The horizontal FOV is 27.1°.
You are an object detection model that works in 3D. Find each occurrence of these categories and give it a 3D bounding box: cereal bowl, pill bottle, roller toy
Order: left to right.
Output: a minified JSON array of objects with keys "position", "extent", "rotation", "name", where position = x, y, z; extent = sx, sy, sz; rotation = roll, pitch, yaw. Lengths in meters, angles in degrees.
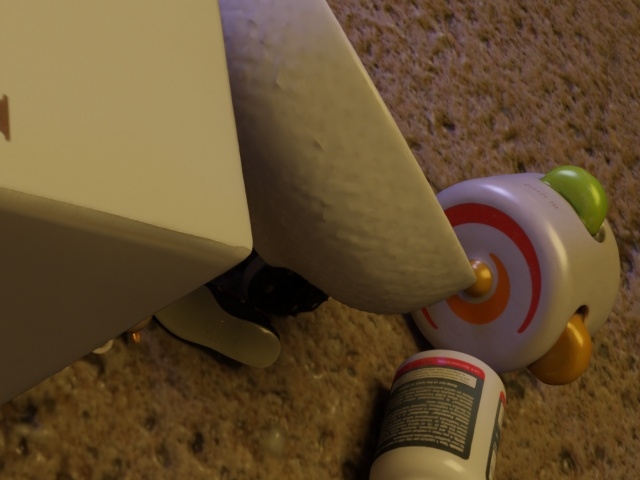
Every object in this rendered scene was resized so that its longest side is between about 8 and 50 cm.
[{"position":[-0.016,-0.083,1.054],"extent":[0.339,0.141,0.339],"rotation":[61,5,-9],"name":"cereal bowl"},{"position":[0.101,0.196,1.185],"extent":[0.108,0.108,0.180],"rotation":[42,41,-22],"name":"pill bottle"},{"position":[0.184,0.033,1.317],"extent":[0.146,0.191,0.209],"rotation":[-9,97,-52],"name":"roller toy"}]

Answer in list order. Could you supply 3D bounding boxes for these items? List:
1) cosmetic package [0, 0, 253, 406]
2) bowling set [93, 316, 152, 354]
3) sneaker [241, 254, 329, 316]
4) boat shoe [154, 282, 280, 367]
[{"position":[-0.248,-0.018,0.647],"extent":[0.161,0.453,0.230],"rotation":[16,56,-42],"name":"cosmetic package"},{"position":[-0.151,-0.070,0.997],"extent":[0.154,0.200,0.287],"rotation":[-10,82,-50],"name":"bowling set"},{"position":[0.000,0.000,1.236],"extent":[0.086,0.085,0.237],"rotation":[36,38,22],"name":"sneaker"},{"position":[-0.093,0.061,1.111],"extent":[0.133,0.049,0.042],"rotation":[31,12,-20],"name":"boat shoe"}]
